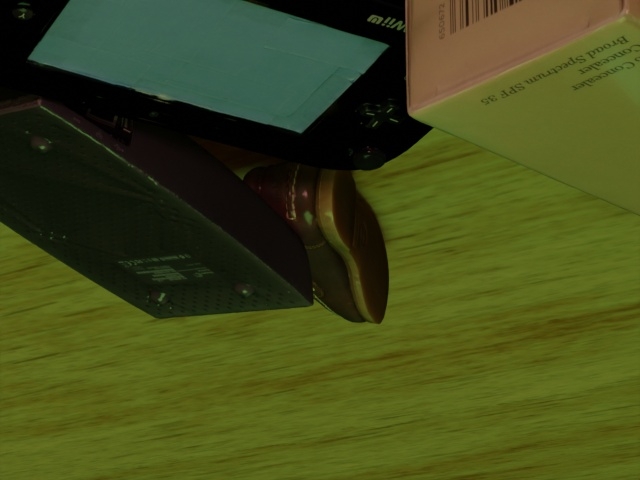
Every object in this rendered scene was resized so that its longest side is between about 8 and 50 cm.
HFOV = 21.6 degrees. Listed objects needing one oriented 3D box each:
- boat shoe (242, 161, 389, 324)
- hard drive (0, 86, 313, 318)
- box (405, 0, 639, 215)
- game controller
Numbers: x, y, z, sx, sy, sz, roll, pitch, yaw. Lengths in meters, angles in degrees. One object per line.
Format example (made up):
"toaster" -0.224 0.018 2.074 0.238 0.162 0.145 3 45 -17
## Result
"boat shoe" 0.000 0.000 1.210 0.073 0.073 0.207 -1 151 15
"hard drive" -0.133 -0.028 1.090 0.172 0.054 0.254 -7 147 41
"box" 0.202 -0.093 0.891 0.311 0.121 0.148 19 152 -37
"game controller" -0.062 -0.114 0.926 0.319 0.067 0.166 13 156 -28
